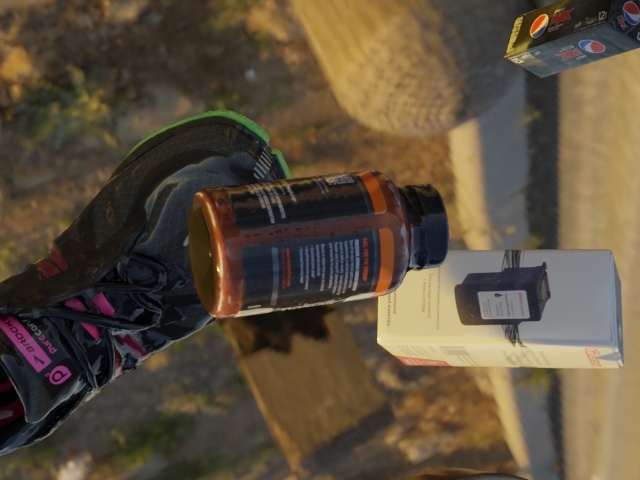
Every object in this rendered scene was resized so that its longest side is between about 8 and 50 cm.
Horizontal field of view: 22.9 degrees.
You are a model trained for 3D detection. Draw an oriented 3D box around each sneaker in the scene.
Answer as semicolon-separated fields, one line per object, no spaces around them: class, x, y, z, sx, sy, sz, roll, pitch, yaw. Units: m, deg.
sneaker;-0.212;0.073;1.456;0.483;0.185;0.202;-41;-168;16

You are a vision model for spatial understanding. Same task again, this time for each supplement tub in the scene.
supplement tub;0.000;0.000;1.262;0.198;0.106;0.106;-7;150;-17

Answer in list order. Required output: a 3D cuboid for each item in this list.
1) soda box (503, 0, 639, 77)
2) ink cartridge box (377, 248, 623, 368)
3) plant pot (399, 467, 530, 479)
soda box;0.275;-0.224;1.694;0.060;0.053;0.169;25;161;-28
ink cartridge box;0.191;0.073;1.638;0.237;0.100;0.172;0;168;14
plant pot;0.052;0.353;1.462;0.323;0.323;0.280;-5;-174;-37
